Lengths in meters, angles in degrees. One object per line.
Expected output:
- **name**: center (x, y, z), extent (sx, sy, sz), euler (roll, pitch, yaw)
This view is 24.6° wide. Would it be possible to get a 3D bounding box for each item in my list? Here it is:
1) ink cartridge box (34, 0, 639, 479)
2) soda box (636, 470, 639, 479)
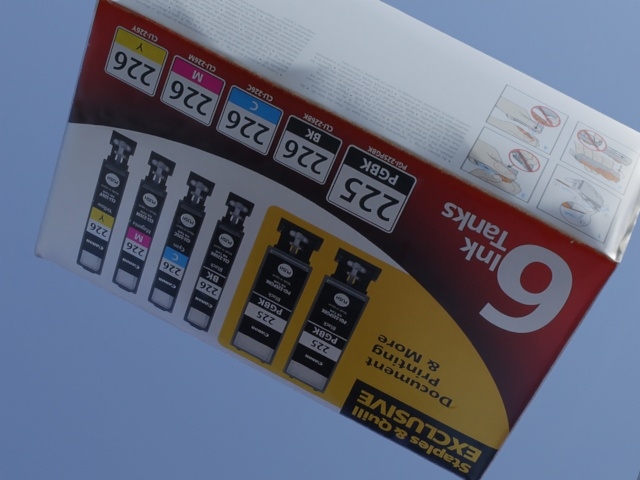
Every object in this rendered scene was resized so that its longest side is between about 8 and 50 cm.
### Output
- **ink cartridge box**: center (0.000, 0.000, 0.889), extent (0.309, 0.272, 0.130), euler (27, -138, 5)
- **soda box**: center (0.281, 0.258, 1.118), extent (0.098, 0.286, 0.091), euler (-24, -129, -25)
